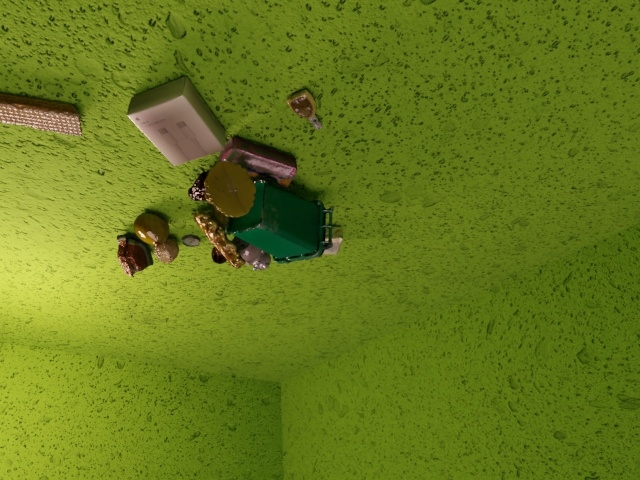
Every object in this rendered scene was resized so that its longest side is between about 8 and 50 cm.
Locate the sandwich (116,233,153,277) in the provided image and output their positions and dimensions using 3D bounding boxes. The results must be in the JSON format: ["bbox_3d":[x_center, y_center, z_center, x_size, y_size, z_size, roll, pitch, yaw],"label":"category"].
[{"bbox_3d":[-0.854,0.062,1.957,0.079,0.159,0.235,-5,127,7],"label":"sandwich"}]

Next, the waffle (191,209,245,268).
[{"bbox_3d":[-0.431,0.001,1.816,0.068,0.325,0.302,-39,123,-15],"label":"waffle"}]

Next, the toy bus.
[{"bbox_3d":[-0.226,-0.290,1.570,0.274,0.090,0.112,14,140,-27],"label":"toy bus"}]

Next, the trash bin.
[{"bbox_3d":[-0.155,-0.072,1.682,0.295,0.259,0.381,-11,159,33],"label":"trash bin"}]

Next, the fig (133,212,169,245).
[{"bbox_3d":[-0.726,-0.052,1.832,0.153,0.121,0.136,28,145,-7],"label":"fig"}]

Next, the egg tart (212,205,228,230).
[{"bbox_3d":[-0.376,-0.120,1.762,0.074,0.191,0.191,-23,159,-35],"label":"egg tart"}]

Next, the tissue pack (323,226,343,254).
[{"bbox_3d":[0.000,0.000,2.040,0.196,0.092,0.148,3,145,-10],"label":"tissue pack"}]

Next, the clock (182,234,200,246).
[{"bbox_3d":[-0.612,0.003,2.016,0.085,0.017,0.085,-4,147,-3],"label":"clock"}]

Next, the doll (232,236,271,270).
[{"bbox_3d":[-0.320,0.060,2.053,0.151,0.151,0.287,-13,153,10],"label":"doll"}]

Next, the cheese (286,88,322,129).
[{"bbox_3d":[-0.041,-0.432,1.432,0.086,0.036,0.162,-19,144,21],"label":"cheese"}]

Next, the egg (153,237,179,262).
[{"bbox_3d":[-0.716,0.044,1.973,0.118,0.116,0.140,22,142,8],"label":"egg"}]

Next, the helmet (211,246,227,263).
[{"bbox_3d":[-0.501,0.058,2.083,0.089,0.057,0.111,-40,141,-13],"label":"helmet"}]

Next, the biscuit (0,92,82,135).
[{"bbox_3d":[-0.947,-0.404,1.317,0.379,0.054,0.094,6,144,-17],"label":"biscuit"}]

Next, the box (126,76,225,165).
[{"bbox_3d":[-0.459,-0.380,1.390,0.203,0.106,0.251,-13,145,14],"label":"box"}]

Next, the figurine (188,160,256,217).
[{"bbox_3d":[-0.373,-0.195,1.554,0.187,0.168,0.315,39,169,-30],"label":"figurine"}]
